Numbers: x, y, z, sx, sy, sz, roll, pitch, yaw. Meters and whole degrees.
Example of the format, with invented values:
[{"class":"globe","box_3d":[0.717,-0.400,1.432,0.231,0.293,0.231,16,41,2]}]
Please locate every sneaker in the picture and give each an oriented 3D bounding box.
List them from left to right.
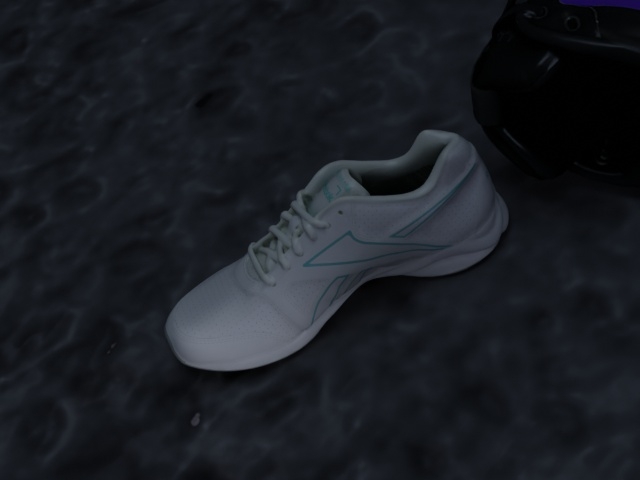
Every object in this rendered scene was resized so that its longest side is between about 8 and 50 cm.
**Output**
[{"class":"sneaker","box_3d":[0.000,0.000,0.576,0.152,0.061,0.054,-28,46,0]},{"class":"sneaker","box_3d":[0.116,-0.103,0.589,0.146,0.102,0.293,-30,45,-3]}]
